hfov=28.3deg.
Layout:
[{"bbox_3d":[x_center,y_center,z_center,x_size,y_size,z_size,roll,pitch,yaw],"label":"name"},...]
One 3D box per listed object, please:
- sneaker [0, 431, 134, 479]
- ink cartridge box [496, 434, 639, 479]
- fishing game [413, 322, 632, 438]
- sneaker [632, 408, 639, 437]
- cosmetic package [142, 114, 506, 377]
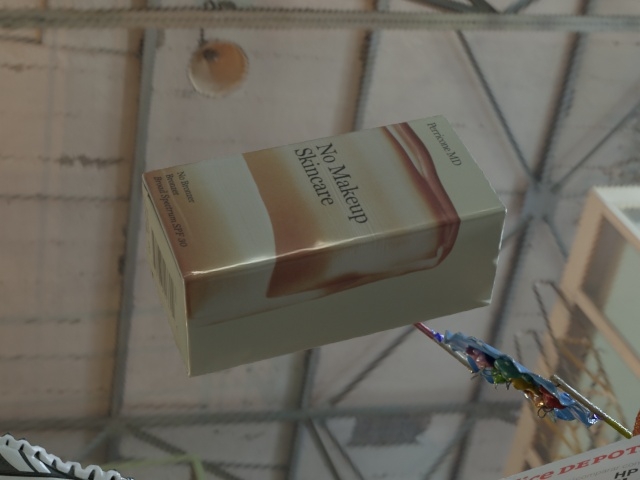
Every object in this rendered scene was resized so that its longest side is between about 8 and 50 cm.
[{"bbox_3d":[-0.323,0.283,1.403,0.234,0.106,0.078,20,-37,-14],"label":"sneaker"},{"bbox_3d":[0.261,0.399,1.386,0.285,0.395,0.166,-24,-80,29],"label":"ink cartridge box"},{"bbox_3d":[0.209,0.157,1.370,0.189,0.264,0.041,38,-100,-35],"label":"fishing game"},{"bbox_3d":[0.475,0.307,1.786,0.067,0.175,0.064,4,-33,-3],"label":"sneaker"},{"bbox_3d":[0.000,0.000,1.155,0.296,0.153,0.129,-13,-44,-17],"label":"cosmetic package"}]
